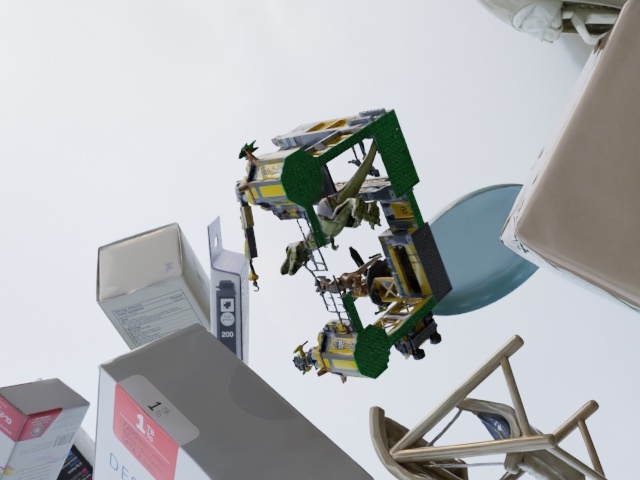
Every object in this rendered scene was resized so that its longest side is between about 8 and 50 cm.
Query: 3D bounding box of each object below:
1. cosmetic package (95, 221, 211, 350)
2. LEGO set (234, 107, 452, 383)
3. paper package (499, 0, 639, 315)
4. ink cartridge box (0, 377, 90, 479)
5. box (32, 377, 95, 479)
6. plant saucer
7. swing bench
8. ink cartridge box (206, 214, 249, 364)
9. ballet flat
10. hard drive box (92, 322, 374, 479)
[{"bbox_3d":[-0.253,0.126,1.686,0.296,0.153,0.129,70,-174,-46],"label":"cosmetic package"},{"bbox_3d":[0.000,0.000,1.188,0.255,0.192,0.331,-46,-62,-35],"label":"LEGO set"},{"bbox_3d":[0.411,-0.060,1.097,0.324,0.310,0.168,27,179,5],"label":"paper package"},{"bbox_3d":[-0.409,0.285,1.351,0.072,0.175,0.127,32,-167,23],"label":"ink cartridge box"},{"bbox_3d":[-0.458,0.392,1.697,0.270,0.143,0.165,53,173,-9],"label":"box"},{"bbox_3d":[0.282,0.012,1.781,0.317,0.317,0.044,34,-158,-45],"label":"plant saucer"},{"bbox_3d":[0.243,0.295,1.366,0.253,0.254,0.165,36,-148,-41],"label":"swing bench"},{"bbox_3d":[-0.113,0.076,1.242,0.206,0.045,0.208,-110,18,-84],"label":"ink cartridge box"},{"bbox_3d":[0.326,-0.294,1.291,0.086,0.248,0.086,-178,90,-84],"label":"ballet flat"},{"bbox_3d":[-0.074,0.206,0.688,0.089,0.232,0.181,-21,-135,-40],"label":"hard drive box"}]
